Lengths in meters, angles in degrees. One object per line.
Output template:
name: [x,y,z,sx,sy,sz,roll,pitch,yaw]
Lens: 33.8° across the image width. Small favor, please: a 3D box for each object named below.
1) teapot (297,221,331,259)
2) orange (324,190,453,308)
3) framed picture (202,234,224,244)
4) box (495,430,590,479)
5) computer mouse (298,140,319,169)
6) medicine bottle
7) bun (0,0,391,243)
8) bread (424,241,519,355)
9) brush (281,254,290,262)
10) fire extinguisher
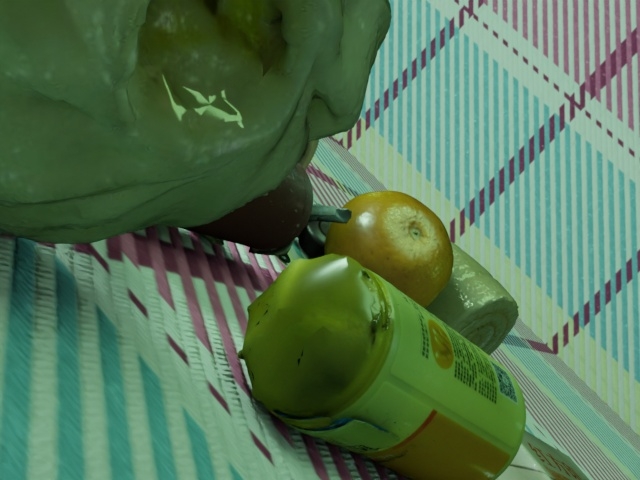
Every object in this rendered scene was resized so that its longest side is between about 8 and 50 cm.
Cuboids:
teapot: [0.000,0.000,1.294,0.100,0.045,0.068,24,35,-12]
orange: [0.076,0.019,1.226,0.154,0.134,0.155,17,50,-22]
framed picture: [-0.164,-0.071,0.986,0.183,0.011,0.142,41,9,-19]
box: [0.295,0.326,1.007,0.204,0.051,0.365,34,12,-47]
computer mouse: [-0.087,-0.131,1.188,0.082,0.145,0.236,30,16,-36]
medicine bottle: [0.046,0.100,0.755,0.239,0.124,0.124,34,13,-45]
bun: [-0.105,-0.165,0.538,0.365,0.365,0.219,37,-8,-36]
bread: [0.158,0.077,1.338,0.141,0.134,0.148,49,-3,31]
brush: [-0.056,-0.003,1.158,0.024,0.008,0.083,28,18,-51]
fire extinguisher: [-0.073,-0.044,0.909,0.105,0.105,0.269,47,13,26]
